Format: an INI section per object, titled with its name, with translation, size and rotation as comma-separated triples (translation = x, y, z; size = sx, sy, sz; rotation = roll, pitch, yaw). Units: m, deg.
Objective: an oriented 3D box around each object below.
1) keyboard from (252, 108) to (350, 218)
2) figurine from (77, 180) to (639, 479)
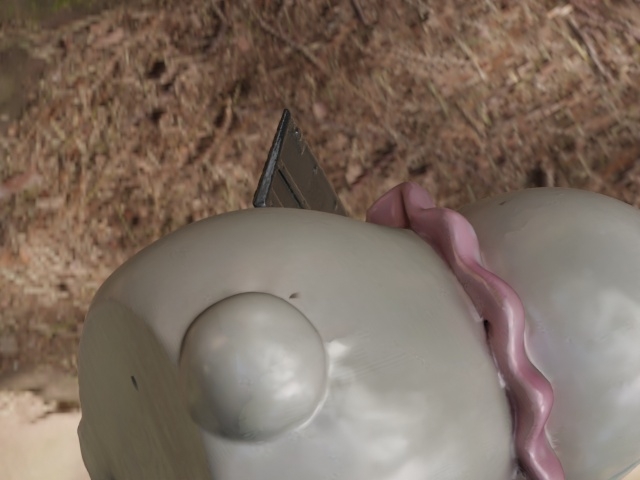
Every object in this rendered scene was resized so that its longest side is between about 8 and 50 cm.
[keyboard]
translation = 0.000, 0.000, 0.873
size = 0.011, 0.067, 0.202
rotation = 7, 155, 21
[figurine]
translation = 0.050, 0.044, 0.460
size = 0.235, 0.127, 0.155
rotation = -12, 143, -28
